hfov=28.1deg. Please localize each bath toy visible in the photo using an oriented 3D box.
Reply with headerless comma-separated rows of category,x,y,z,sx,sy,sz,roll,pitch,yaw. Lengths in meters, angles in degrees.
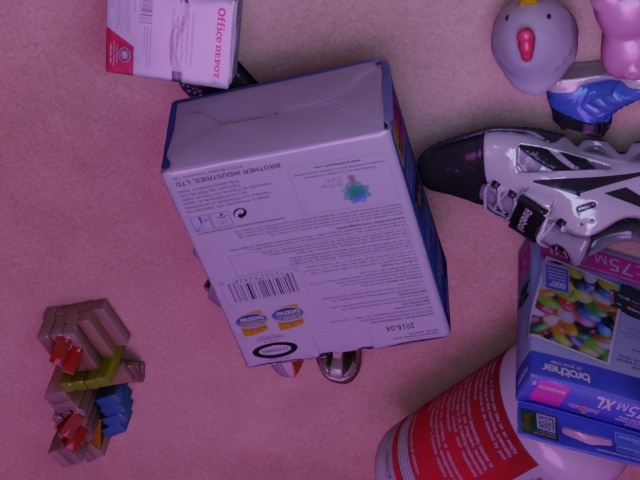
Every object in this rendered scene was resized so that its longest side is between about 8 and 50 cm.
bath toy,0.350,-0.237,1.361,0.348,0.129,0.151,-5,92,17

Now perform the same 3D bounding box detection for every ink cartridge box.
ink cartridge box,0.000,0.000,1.547,0.270,0.151,0.395,-10,129,12
ink cartridge box,-0.168,-0.245,1.486,0.151,0.063,0.109,8,116,3
ink cartridge box,0.337,0.128,1.584,0.186,0.311,0.065,16,135,-5

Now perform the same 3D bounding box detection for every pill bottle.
pill bottle,0.282,0.276,1.794,0.229,0.229,0.408,33,131,-19

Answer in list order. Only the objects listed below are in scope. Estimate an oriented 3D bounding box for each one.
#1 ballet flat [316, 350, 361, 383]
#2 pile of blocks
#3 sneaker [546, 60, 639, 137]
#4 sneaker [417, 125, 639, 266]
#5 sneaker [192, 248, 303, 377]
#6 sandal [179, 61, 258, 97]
ballet flat,0.024,0.155,1.843,0.073,0.067,0.206,5,134,7
pile of blocks,-0.356,0.251,1.982,0.149,0.112,0.362,8,135,4
sneaker,0.339,-0.162,1.481,0.152,0.058,0.084,-2,127,19
sneaker,0.275,-0.046,1.532,0.331,0.146,0.122,5,157,10
sneaker,-0.095,0.084,1.794,0.121,0.099,0.262,-2,125,24
sandal,-0.072,-0.146,1.596,0.097,0.054,0.254,-28,113,24
